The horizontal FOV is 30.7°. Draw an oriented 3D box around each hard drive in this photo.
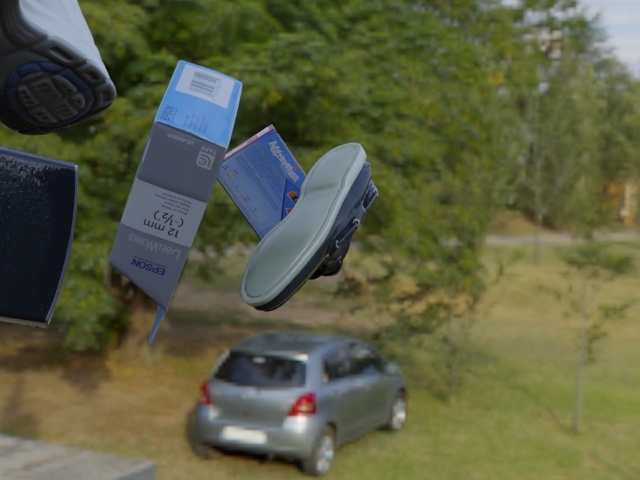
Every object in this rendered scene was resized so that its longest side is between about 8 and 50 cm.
[{"bbox_3d":[-0.444,-0.006,1.714,0.172,0.255,0.054,13,-7,-31],"label":"hard drive"}]

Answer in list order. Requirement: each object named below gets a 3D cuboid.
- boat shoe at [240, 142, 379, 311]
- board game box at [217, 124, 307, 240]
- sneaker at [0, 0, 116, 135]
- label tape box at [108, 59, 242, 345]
[{"bbox_3d":[-0.003,0.000,1.762,0.127,0.113,0.340,-10,37,35],"label":"boat shoe"},{"bbox_3d":[-0.078,-0.073,2.248,0.145,0.281,0.027,-32,27,4],"label":"board game box"},{"bbox_3d":[-0.244,-0.192,0.814,0.111,0.129,0.297,-20,-29,2],"label":"sneaker"},{"bbox_3d":[-0.229,-0.059,1.724,0.115,0.348,0.249,21,27,-10],"label":"label tape box"}]
